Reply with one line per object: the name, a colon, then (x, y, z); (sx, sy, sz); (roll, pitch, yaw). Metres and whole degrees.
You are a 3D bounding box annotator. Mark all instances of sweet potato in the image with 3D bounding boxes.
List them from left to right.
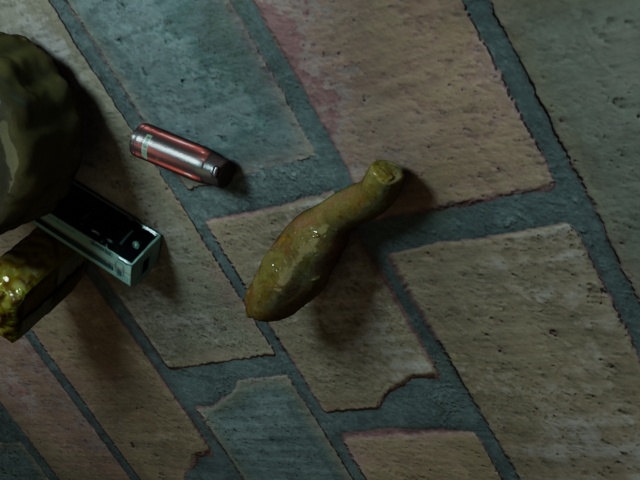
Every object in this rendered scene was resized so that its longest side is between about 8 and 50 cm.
sweet potato: (0.000, 0.000, 1.660); (0.109, 0.109, 0.385); (42, 128, 0)

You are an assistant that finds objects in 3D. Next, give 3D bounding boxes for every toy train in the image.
toy train: (-0.461, -0.063, 1.983); (0.407, 0.086, 0.088); (32, 145, 12)

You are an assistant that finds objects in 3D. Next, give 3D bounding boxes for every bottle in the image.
bottle: (-0.207, -0.126, 1.745); (0.164, 0.060, 0.060); (23, 137, 21)

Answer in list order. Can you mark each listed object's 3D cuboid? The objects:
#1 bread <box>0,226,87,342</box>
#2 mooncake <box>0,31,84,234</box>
bread: (-0.507, 0.071, 2.030); (0.096, 0.222, 0.181); (33, 135, 8)
mooncake: (-0.523, -0.170, 1.805); (0.324, 0.187, 0.324); (12, 114, 28)
